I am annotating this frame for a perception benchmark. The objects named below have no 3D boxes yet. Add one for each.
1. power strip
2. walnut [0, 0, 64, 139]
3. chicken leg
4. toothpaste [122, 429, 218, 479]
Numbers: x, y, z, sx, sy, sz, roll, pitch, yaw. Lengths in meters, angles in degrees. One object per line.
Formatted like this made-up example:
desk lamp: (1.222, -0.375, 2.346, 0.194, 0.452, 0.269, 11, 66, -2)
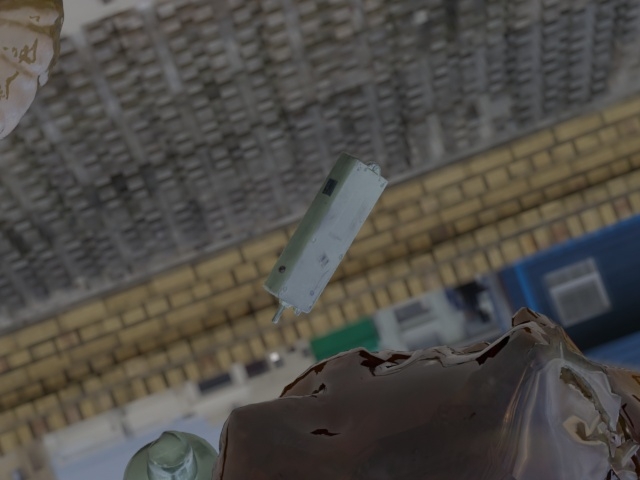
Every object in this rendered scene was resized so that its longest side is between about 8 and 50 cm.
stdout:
power strip: (0.000, 0.000, 1.163, 0.136, 0.019, 0.051, -59, 145, 1)
walnut: (-0.321, -0.199, 1.105, 0.285, 0.285, 0.296, -21, 152, 21)
chicken leg: (-0.048, 0.116, 0.369, 0.304, 0.113, 0.093, -29, -164, -6)
toothpaste: (-0.066, 0.161, 0.818, 0.047, 0.069, 0.268, -25, 151, -14)
